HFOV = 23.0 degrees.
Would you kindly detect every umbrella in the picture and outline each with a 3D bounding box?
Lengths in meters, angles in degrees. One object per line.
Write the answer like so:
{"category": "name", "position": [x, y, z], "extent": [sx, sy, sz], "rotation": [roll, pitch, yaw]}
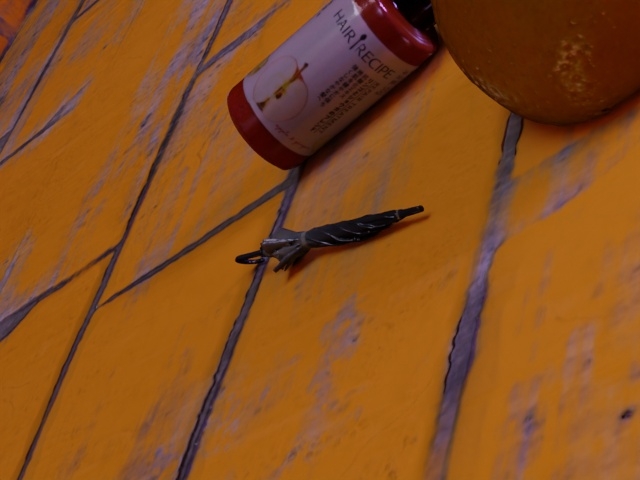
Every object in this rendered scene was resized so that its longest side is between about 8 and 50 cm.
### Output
{"category": "umbrella", "position": [-0.005, -0.001, 1.389], "extent": [0.269, 0.044, 0.044], "rotation": [-18, 69, 53]}

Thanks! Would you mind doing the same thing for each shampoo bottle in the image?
{"category": "shampoo bottle", "position": [0.039, -0.188, 1.519], "extent": [0.278, 0.104, 0.104], "rotation": [-39, 25, 25]}

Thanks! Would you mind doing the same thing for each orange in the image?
{"category": "orange", "position": [0.215, -0.255, 1.189], "extent": [0.334, 0.196, 0.263], "rotation": [-40, 52, 13]}
